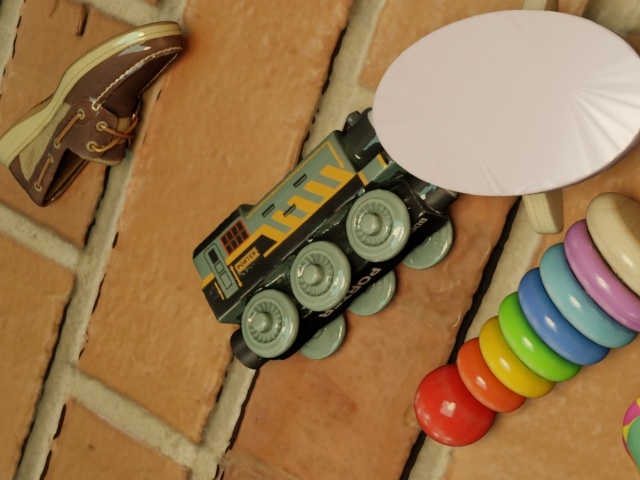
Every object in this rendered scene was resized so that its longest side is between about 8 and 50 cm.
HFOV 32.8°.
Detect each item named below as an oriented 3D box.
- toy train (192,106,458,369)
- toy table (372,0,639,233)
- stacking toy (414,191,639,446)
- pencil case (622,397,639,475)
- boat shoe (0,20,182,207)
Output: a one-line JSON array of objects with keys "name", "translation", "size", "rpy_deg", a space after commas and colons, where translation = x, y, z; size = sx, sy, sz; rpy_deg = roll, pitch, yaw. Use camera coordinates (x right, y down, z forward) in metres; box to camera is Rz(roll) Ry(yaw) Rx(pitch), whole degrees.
[{"name": "toy train", "translation": [0.000, 0.000, 1.233], "size": [0.334, 0.142, 0.190], "rpy_deg": [-43, 63, 24]}, {"name": "toy table", "translation": [0.209, -0.129, 1.091], "size": [0.274, 0.161, 0.252], "rpy_deg": [12, 99, 29]}, {"name": "stacking toy", "translation": [0.220, 0.104, 1.117], "size": [0.330, 0.141, 0.141], "rpy_deg": [-45, 72, 27]}, {"name": "pencil case", "translation": [0.351, 0.240, 0.992], "size": [0.104, 0.236, 0.104], "rpy_deg": [-1, 123, -2]}, {"name": "boat shoe", "translation": [-0.282, -0.152, 1.393], "size": [0.342, 0.123, 0.123], "rpy_deg": [-32, 85, 30]}]
